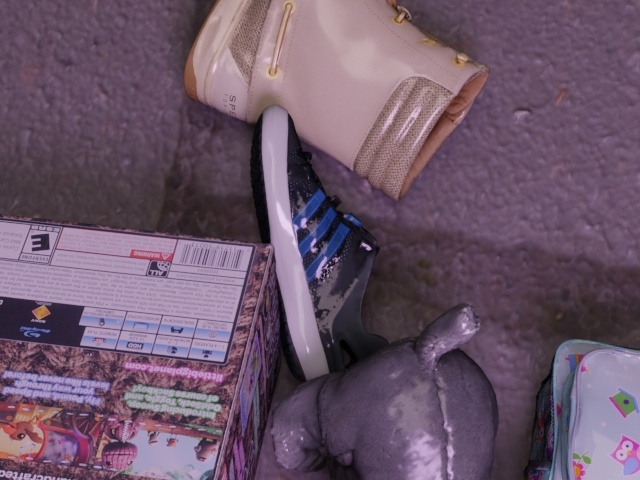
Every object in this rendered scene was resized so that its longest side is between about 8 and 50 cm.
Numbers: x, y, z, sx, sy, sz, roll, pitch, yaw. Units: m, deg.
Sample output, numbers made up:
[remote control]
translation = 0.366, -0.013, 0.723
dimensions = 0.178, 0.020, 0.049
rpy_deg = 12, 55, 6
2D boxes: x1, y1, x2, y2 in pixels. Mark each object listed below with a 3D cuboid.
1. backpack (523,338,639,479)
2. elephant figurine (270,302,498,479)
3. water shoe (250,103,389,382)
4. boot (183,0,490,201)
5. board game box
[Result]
[backpack]
translation = 0.217, 0.167, 1.102
dimensions = 0.165, 0.144, 0.188
rpy_deg = 10, 76, 3
[elephant figurine]
translation = 0.066, 0.198, 1.083
dimensions = 0.169, 0.186, 0.239
rpy_deg = -17, 60, 17
[water shoe]
translation = 0.000, 0.000, 1.208
dimensions = 0.080, 0.073, 0.203
rpy_deg = -10, 90, -10
[boot]
translation = 0.043, -0.179, 1.249
dimensions = 0.203, 0.095, 0.262
rpy_deg = 28, 83, 15
[board game box]
translation = -0.165, 0.140, 1.092
dimensions = 0.232, 0.141, 0.291
rpy_deg = 6, 49, 8
